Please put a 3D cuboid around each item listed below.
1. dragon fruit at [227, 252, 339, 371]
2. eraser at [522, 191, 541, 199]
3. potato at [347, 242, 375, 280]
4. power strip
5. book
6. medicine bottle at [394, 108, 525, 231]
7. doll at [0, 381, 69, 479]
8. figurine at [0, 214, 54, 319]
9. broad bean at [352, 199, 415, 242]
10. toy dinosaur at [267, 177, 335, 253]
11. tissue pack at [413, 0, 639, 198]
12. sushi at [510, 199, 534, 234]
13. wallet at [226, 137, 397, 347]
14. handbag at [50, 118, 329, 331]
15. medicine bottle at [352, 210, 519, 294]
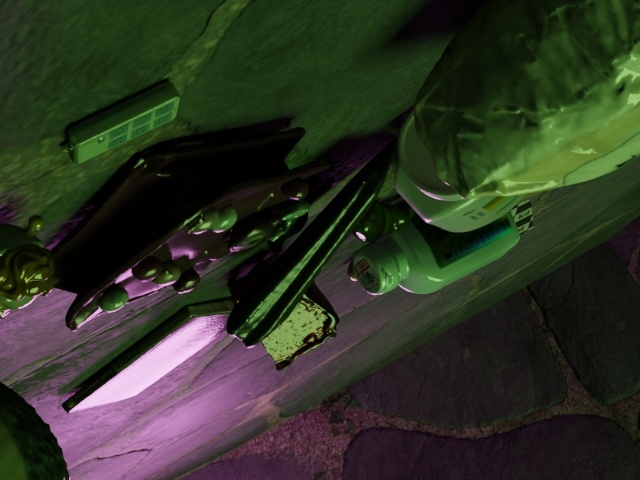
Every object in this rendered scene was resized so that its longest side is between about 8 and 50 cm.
[{"bbox_3d":[-0.055,0.071,1.655,0.102,0.096,0.147,-36,126,1],"label":"dragon fruit"},{"bbox_3d":[0.327,-0.129,1.847,0.290,0.087,0.171,-20,161,-49],"label":"eraser"},{"bbox_3d":[0.079,0.028,1.959,0.092,0.046,0.045,-23,-174,19],"label":"potato"},{"bbox_3d":[-0.137,-0.081,0.942,0.090,0.016,0.040,-29,169,-19],"label":"power strip"},{"bbox_3d":[-0.207,0.145,1.737,0.228,0.024,0.160,-36,168,22],"label":"book"},{"bbox_3d":[0.167,-0.088,1.510,0.161,0.111,0.296,-44,166,7],"label":"medicine bottle"},{"bbox_3d":[-0.347,0.229,1.205,0.247,0.247,0.349,-29,-177,-14],"label":"doll"},{"bbox_3d":[-0.260,0.033,1.004,0.143,0.068,0.101,-25,172,39],"label":"figurine"},{"bbox_3d":[0.073,-0.027,1.688,0.061,0.046,0.195,-51,166,26],"label":"broad bean"},{"bbox_3d":[-0.023,-0.033,1.422,0.106,0.044,0.187,-41,171,27],"label":"toy dinosaur"},{"bbox_3d":[0.285,-0.195,1.153,0.390,0.195,0.375,-40,173,37],"label":"tissue pack"},{"bbox_3d":[0.259,-0.012,2.301,0.210,0.040,0.193,-30,162,2],"label":"sushi"},{"bbox_3d":[0.000,0.000,1.438,0.245,0.052,0.168,-49,-177,24],"label":"wallet"},{"bbox_3d":[-0.116,-0.012,1.163,0.203,0.074,0.216,-38,168,33],"label":"handbag"},{"bbox_3d":[0.150,0.001,1.826,0.229,0.121,0.083,-25,168,-30],"label":"medicine bottle"}]
